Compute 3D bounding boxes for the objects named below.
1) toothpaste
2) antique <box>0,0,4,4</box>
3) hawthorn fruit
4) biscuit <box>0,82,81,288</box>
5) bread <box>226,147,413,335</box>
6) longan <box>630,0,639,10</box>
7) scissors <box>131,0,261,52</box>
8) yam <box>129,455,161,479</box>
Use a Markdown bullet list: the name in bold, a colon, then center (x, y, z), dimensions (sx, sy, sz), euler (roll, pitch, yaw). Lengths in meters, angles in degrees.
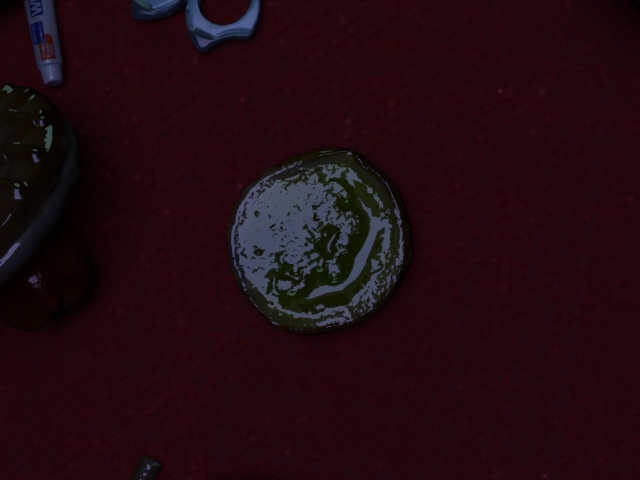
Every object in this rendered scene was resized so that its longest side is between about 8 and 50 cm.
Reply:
- **toothpaste**: center (-0.361, -0.303, 1.588), dimensions (0.052, 0.033, 0.218), euler (-14, 80, 8)
- **antique**: center (-0.466, -0.378, 1.547), dimensions (0.223, 0.129, 0.278), euler (37, 93, 16)
- **hawthorn fruit**: center (-0.349, 0.036, 1.510), dimensions (0.133, 0.133, 0.138), euler (-35, 79, 4)
- **biscuit**: center (-0.421, -0.044, 1.457), dimensions (0.332, 0.103, 0.332), euler (-21, 45, 22)
- **bread**: center (0.000, 0.000, 1.498), dimensions (0.236, 0.070, 0.236), euler (-1, 86, 9)
- **longan**: center (0.462, -0.378, 1.317), dimensions (0.391, 0.391, 0.390), euler (-1, 86, 7)
- **scissors**: center (-0.105, -0.415, 1.561), dimensions (0.191, 0.029, 0.360), euler (29, 90, 10)
- **yam**: center (-0.241, 0.334, 1.525), dimensions (0.032, 0.032, 0.145), euler (28, 89, 8)
